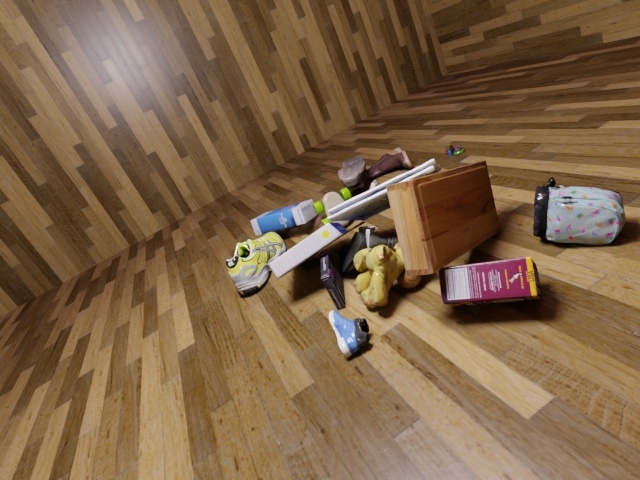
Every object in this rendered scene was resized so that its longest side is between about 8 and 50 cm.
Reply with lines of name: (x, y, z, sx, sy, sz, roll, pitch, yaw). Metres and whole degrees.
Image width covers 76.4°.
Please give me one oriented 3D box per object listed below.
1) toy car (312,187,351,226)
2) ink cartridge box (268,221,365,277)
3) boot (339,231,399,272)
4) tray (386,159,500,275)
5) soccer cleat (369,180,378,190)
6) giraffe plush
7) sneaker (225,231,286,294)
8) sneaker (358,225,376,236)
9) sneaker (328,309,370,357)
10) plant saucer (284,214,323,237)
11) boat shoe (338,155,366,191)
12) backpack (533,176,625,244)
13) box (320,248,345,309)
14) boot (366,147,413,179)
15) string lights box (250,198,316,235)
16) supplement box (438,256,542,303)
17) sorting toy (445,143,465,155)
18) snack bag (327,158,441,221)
toy car: (0.055, -0.112, 1.685, 0.154, 0.149, 0.188, -26, -6, -11)
ink cartridge box: (0.000, 0.000, 1.338, 0.307, 0.072, 0.303, -36, -2, 8)
boot: (0.156, 0.047, 1.240, 0.161, 0.084, 0.246, 5, -22, -14)
tray: (0.324, -0.072, 1.004, 0.076, 0.203, 0.410, -9, 8, 43)
soccer cleat: (0.236, -0.242, 1.837, 0.029, 0.036, 0.083, -5, 30, 39)
giraffe plush: (0.196, 0.070, 1.081, 0.170, 0.211, 0.181, -2, 23, -16)
sneaker: (-0.241, 0.046, 1.575, 0.145, 0.147, 0.385, -20, 21, 18)
sneaker: (0.160, -0.014, 1.412, 0.061, 0.054, 0.152, -14, 25, 20)
sneaker: (0.075, 0.213, 1.005, 0.084, 0.058, 0.152, -30, 27, 4)
plant saucer: (-0.079, -0.081, 1.822, 0.198, 0.036, 0.199, -21, 24, 10)
boat shoe: (0.169, -0.302, 1.921, 0.132, 0.131, 0.355, -14, 19, 17)
backpack: (0.605, -0.058, 0.959, 0.181, 0.152, 0.115, 6, 42, 31)
box: (0.035, 0.112, 1.192, 0.029, 0.116, 0.162, -24, 23, 9)
boot: (0.325, -0.347, 1.946, 0.206, 0.090, 0.248, -34, 23, 11)
string lights box: (-0.159, -0.100, 1.769, 0.259, 0.077, 0.133, -12, 14, 28)
supplement box: (0.365, 0.093, 0.880, 0.188, 0.081, 0.104, -11, -18, 31)
sorting toy: (0.593, -0.410, 1.819, 0.061, 0.042, 0.102, -34, 24, -18)
snack bag: (0.212, -0.137, 1.207, 0.322, 0.037, 0.342, -26, -7, 22)
